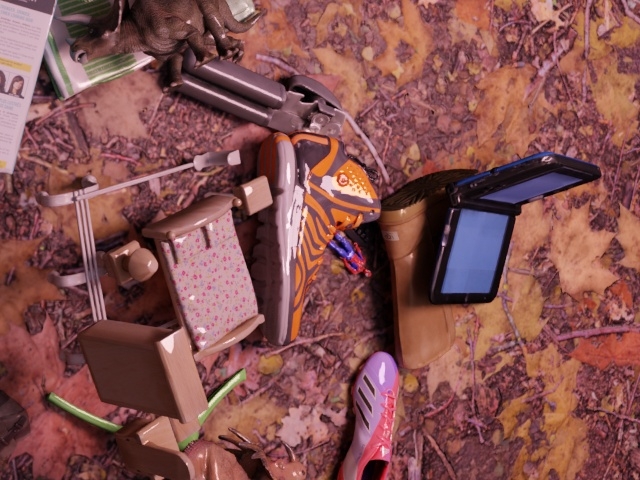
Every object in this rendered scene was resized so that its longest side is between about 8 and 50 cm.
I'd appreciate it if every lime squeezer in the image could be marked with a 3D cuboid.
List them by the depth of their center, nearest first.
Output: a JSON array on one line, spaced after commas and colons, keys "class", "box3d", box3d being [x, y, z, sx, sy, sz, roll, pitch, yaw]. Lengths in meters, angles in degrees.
[{"class": "lime squeezer", "box3d": [-0.237, 0.256, 1.836, 0.310, 0.059, 0.109, -3, 97, -31]}]

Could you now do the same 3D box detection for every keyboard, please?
[{"class": "keyboard", "box3d": [0.045, -0.084, 1.996, 0.180, 0.023, 0.108, 47, 71, -28]}]

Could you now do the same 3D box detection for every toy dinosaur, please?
[{"class": "toy dinosaur", "box3d": [-0.184, -0.301, 1.725, 0.313, 0.121, 0.160, -31, 89, -36]}, {"class": "toy dinosaur", "box3d": [-0.145, 0.340, 1.819, 0.295, 0.127, 0.200, 52, 54, -53]}]

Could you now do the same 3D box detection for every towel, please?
[{"class": "towel", "box3d": [-0.263, -0.363, 1.766, 0.325, 0.038, 0.247, -30, 109, -26]}]

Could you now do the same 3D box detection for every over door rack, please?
[{"class": "over door rack", "box3d": [-0.247, 0.018, 1.787, 0.324, 0.108, 0.239, -18, 106, -43]}]

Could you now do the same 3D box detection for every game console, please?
[{"class": "game console", "box3d": [0.312, -0.014, 2.018, 0.293, 0.250, 0.173, 2, 71, -63]}]

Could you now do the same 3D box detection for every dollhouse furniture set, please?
[{"class": "dollhouse furniture set", "box3d": [-0.122, 0.116, 1.722, 0.355, 0.174, 0.303, -31, 115, -40]}]

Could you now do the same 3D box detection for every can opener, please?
[{"class": "can opener", "box3d": [-0.088, -0.220, 1.883, 0.283, 0.076, 0.095, 21, 39, -28]}]

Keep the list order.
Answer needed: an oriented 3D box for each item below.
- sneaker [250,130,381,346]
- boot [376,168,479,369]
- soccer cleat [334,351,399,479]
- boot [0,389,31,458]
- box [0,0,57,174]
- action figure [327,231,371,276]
[{"class": "sneaker", "box3d": [0.000, 0.000, 1.904, 0.180, 0.125, 0.321, 1, 99, -26]}, {"class": "boot", "box3d": [0.184, 0.039, 2.064, 0.236, 0.089, 0.269, -27, 115, -36]}, {"class": "soccer cleat", "box3d": [0.088, 0.302, 2.020, 0.083, 0.095, 0.248, 17, 86, -32]}, {"class": "boot", "box3d": [-0.449, 0.259, 1.715, 0.118, 0.042, 0.087, -32, 119, -18]}, {"class": "box", "box3d": [-0.420, -0.216, 1.646, 0.101, 0.060, 0.244, 14, 95, -25]}, {"class": "action figure", "box3d": [0.043, 0.019, 2.003, 0.115, 0.030, 0.038, 47, 66, -29]}]
